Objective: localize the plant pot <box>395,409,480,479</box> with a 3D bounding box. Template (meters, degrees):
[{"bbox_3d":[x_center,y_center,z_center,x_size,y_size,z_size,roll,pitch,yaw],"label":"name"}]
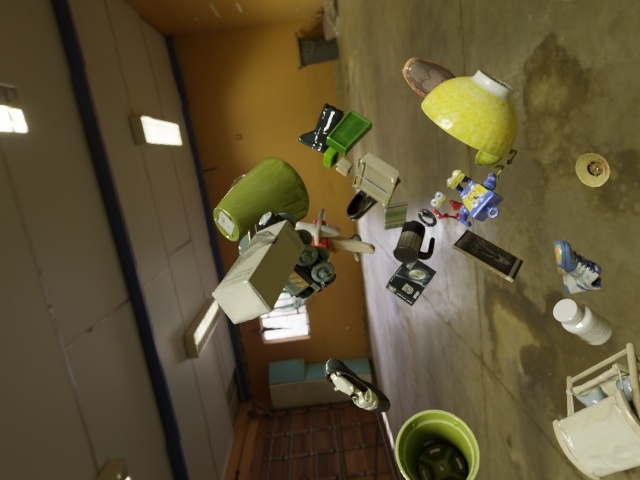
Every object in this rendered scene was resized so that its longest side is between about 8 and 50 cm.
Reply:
[{"bbox_3d":[0.426,0.788,1.557,0.253,0.276,0.276,66,-169,-47],"label":"plant pot"}]

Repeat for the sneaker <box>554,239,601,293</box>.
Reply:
[{"bbox_3d":[0.939,0.088,1.579,0.296,0.131,0.111,44,-132,-39],"label":"sneaker"}]

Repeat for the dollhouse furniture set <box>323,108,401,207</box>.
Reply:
[{"bbox_3d":[0.176,-0.289,1.568,0.302,0.151,0.197,36,160,12],"label":"dollhouse furniture set"}]

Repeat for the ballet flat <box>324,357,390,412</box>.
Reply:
[{"bbox_3d":[0.091,0.383,1.105,0.203,0.074,0.074,39,179,1],"label":"ballet flat"}]

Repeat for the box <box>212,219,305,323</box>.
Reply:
[{"bbox_3d":[-0.137,0.066,1.036,0.094,0.113,0.275,58,-153,-20],"label":"box"}]

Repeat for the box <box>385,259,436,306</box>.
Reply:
[{"bbox_3d":[0.405,0.177,1.950,0.147,0.180,0.077,36,161,15],"label":"box"}]

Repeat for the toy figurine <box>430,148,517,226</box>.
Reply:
[{"bbox_3d":[0.583,-0.160,1.510,0.362,0.191,0.217,-53,34,23],"label":"toy figurine"}]

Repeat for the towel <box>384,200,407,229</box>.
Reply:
[{"bbox_3d":[0.358,-0.119,2.082,0.023,0.113,0.151,-104,7,-46],"label":"towel"}]

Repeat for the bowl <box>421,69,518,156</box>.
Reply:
[{"bbox_3d":[0.452,-0.383,1.232,0.289,0.290,0.156,-98,31,-51],"label":"bowl"}]

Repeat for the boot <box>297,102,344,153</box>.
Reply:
[{"bbox_3d":[0.005,-0.511,1.958,0.246,0.094,0.207,40,112,54],"label":"boot"}]

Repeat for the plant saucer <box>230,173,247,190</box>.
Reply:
[{"bbox_3d":[-0.348,-0.238,1.977,0.029,0.169,0.168,44,-147,-56],"label":"plant saucer"}]

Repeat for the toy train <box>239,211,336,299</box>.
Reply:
[{"bbox_3d":[-0.098,0.056,1.371,0.334,0.190,0.142,45,-166,-31],"label":"toy train"}]

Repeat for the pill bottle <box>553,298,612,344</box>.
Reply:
[{"bbox_3d":[1.098,0.339,1.828,0.131,0.229,0.131,-48,24,29],"label":"pill bottle"}]

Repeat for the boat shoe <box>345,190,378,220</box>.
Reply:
[{"bbox_3d":[0.188,-0.178,1.716,0.084,0.233,0.079,44,-173,26],"label":"boat shoe"}]

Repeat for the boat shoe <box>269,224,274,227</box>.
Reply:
[{"bbox_3d":[-0.128,0.034,1.234,0.064,0.060,0.177,45,126,35],"label":"boat shoe"}]

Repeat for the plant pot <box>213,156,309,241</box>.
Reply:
[{"bbox_3d":[-0.240,-0.126,1.614,0.275,0.294,0.274,30,139,29],"label":"plant pot"}]

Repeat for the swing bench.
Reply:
[{"bbox_3d":[0.765,0.450,1.138,0.165,0.255,0.253,39,140,15],"label":"swing bench"}]

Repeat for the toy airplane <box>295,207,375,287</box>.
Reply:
[{"bbox_3d":[0.000,0.000,2.011,0.386,0.385,0.272,44,-143,-22],"label":"toy airplane"}]

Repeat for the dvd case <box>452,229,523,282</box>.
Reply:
[{"bbox_3d":[0.580,0.049,1.503,0.165,0.221,0.018,-32,-32,-50],"label":"dvd case"}]

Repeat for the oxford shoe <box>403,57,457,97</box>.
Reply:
[{"bbox_3d":[0.478,-0.572,1.632,0.129,0.364,0.132,-62,21,16],"label":"oxford shoe"}]

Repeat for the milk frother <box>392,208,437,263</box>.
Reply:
[{"bbox_3d":[0.316,-0.016,1.445,0.143,0.129,0.134,73,-149,-41],"label":"milk frother"}]

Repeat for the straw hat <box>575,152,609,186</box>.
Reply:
[{"bbox_3d":[1.057,-0.278,1.655,0.144,0.061,0.144,60,166,26],"label":"straw hat"}]
